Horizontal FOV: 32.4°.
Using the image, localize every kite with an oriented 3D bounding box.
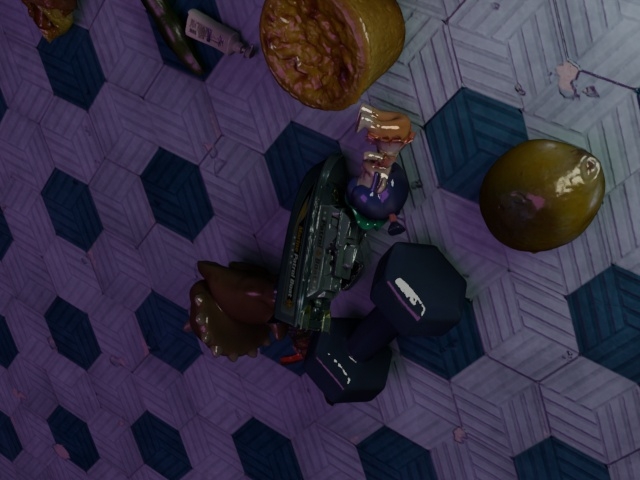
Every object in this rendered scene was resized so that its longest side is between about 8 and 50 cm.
[{"bbox_3d":[-0.020,0.205,2.044,0.189,0.009,0.232,-23,96,47],"label":"kite"}]

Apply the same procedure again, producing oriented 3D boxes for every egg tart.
[{"bbox_3d":[0.029,-0.302,1.600,0.202,0.147,0.202,23,129,32],"label":"egg tart"}]

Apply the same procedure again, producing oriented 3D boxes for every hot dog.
[{"bbox_3d":[-0.505,-0.474,2.010,0.123,0.093,0.261,25,129,28],"label":"hot dog"}]

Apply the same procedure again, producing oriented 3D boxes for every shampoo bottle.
[{"bbox_3d":[-0.166,-0.337,1.835,0.141,0.034,0.049,32,124,23],"label":"shampoo bottle"}]

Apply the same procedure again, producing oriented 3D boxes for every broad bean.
[{"bbox_3d":[-0.283,-0.408,1.887,0.297,0.043,0.060,58,163,-2],"label":"broad bean"}]

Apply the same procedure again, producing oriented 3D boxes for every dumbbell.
[{"bbox_3d":[0.100,0.140,1.802,0.160,0.144,0.325,51,138,10],"label":"dumbbell"}]

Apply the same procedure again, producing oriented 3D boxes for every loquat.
[{"bbox_3d":[0.305,-0.064,1.502,0.152,0.152,0.195,57,145,-1],"label":"loquat"}]

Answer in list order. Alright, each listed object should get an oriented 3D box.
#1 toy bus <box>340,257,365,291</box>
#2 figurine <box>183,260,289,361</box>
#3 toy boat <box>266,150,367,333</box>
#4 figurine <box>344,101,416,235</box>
[{"bbox_3d":[0.019,0.031,1.858,0.123,0.075,0.060,39,95,18],"label":"toy bus"},{"bbox_3d":[-0.138,0.135,1.977,0.247,0.177,0.173,11,97,29],"label":"figurine"},{"bbox_3d":[0.003,0.002,1.766,0.122,0.114,0.296,10,87,25],"label":"toy boat"},{"bbox_3d":[0.093,-0.105,1.683,0.102,0.111,0.195,10,121,1],"label":"figurine"}]
